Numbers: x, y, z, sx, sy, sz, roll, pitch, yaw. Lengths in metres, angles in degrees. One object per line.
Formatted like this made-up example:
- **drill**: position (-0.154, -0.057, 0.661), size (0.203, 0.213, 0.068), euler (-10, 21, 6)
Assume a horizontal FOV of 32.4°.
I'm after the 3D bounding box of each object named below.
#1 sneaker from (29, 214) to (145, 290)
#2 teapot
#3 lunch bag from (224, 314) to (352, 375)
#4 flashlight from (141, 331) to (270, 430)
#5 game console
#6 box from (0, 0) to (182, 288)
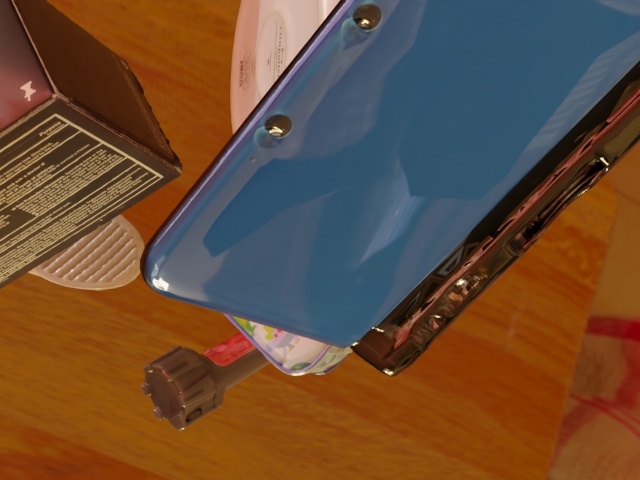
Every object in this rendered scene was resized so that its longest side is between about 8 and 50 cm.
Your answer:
- **sneaker**: position (-0.388, -0.017, 1.472), size (0.321, 0.127, 0.126), euler (15, 89, -5)
- **teapot**: position (0.046, -0.131, 0.878), size (0.187, 0.256, 0.253), euler (4, 42, -23)
- **lunch bag**: position (0.000, 0.000, 1.019), size (0.176, 0.090, 0.219), euler (42, 101, 19)
- **flashlight**: position (-0.114, 0.140, 1.503), size (0.304, 0.103, 0.103), euler (-26, 127, -46)
- **game console**: position (0.071, -0.082, 0.609), size (0.173, 0.293, 0.250), euler (38, 27, -10)
- **box**: position (-0.356, -0.102, 1.177), size (0.296, 0.294, 0.183), euler (-31, 73, 8)
